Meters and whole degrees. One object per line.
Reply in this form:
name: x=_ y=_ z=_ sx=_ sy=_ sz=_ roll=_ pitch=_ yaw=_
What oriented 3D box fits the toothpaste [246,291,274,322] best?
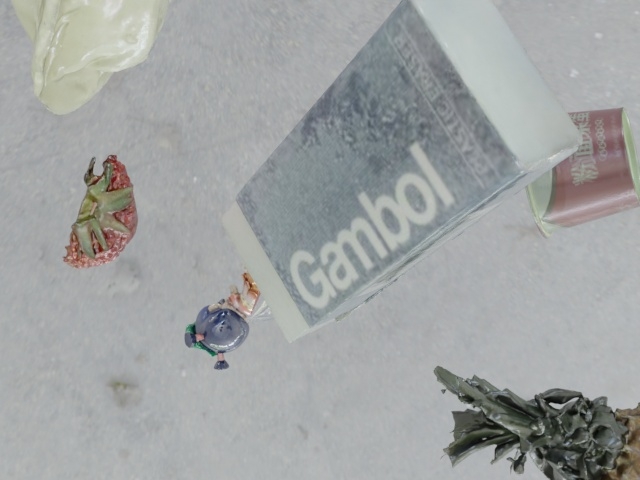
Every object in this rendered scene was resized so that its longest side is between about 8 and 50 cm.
toothpaste: x=0.000 y=0.000 z=0.807 sx=0.089 sy=0.057 sz=0.234 roll=-6 pitch=142 yaw=-23

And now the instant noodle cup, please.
instant noodle cup: x=0.467 y=-0.133 z=1.701 sx=0.178 sy=0.235 sz=0.235 roll=-11 pitch=111 yaw=24

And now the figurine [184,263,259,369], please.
figurine: x=-0.159 y=0.129 z=1.694 sx=0.111 sy=0.102 sz=0.195 roll=36 pitch=103 yaw=-29

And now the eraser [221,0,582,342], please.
eraser: x=0.025 y=-0.027 z=0.472 sx=0.046 sy=0.212 sz=0.092 roll=-23 pitch=77 yaw=-38

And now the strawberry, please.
strawberry: x=-0.299 y=-0.033 z=1.339 sx=0.086 sy=0.208 sz=0.167 roll=19 pitch=88 yaw=-10

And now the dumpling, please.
dumpling: x=-0.340 y=-0.338 z=1.398 sx=0.233 sy=0.395 sz=0.316 roll=25 pitch=102 yaw=2

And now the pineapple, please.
pineapple: x=0.294 y=0.233 z=1.093 sx=0.364 sy=0.165 sz=0.166 roll=19 pitch=105 yaw=-2
